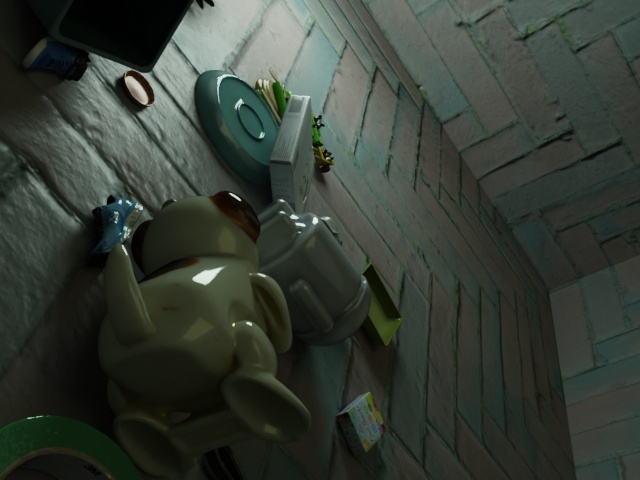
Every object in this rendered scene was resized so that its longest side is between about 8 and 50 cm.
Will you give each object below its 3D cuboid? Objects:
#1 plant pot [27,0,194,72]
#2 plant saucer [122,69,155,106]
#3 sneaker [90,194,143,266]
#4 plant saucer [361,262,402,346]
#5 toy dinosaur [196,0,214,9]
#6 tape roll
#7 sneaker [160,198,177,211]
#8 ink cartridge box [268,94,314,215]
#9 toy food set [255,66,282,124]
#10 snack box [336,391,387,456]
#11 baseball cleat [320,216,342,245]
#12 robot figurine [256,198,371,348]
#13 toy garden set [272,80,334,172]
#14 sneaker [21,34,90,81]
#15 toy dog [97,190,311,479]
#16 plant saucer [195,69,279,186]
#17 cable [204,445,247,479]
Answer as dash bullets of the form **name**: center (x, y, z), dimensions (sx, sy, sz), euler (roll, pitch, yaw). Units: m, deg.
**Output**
- **plant pot**: center (-0.408, -0.506, 1.394), dimensions (0.252, 0.248, 0.247), euler (44, 17, 26)
- **plant saucer**: center (-0.373, -0.310, 1.538), dimensions (0.083, 0.013, 0.083), euler (44, 31, -36)
- **sneaker**: center (-0.359, -0.020, 1.265), dimensions (0.073, 0.063, 0.162), euler (33, 32, -17)
- **plant saucer**: center (0.137, 0.175, 2.006), dimensions (0.188, 0.045, 0.188), euler (61, 26, -6)
- **toy dinosaur**: center (-0.300, -0.716, 1.948), dimensions (0.322, 0.164, 0.218), euler (6, 35, -17)
- **tape roll**: center (-0.332, 0.377, 0.905), dimensions (0.321, 0.077, 0.321), euler (43, 33, -37)
- **sneaker**: center (-0.259, -0.008, 1.437), dimensions (0.152, 0.054, 0.061), euler (68, 16, -5)
- **ink cartridge box**: center (-0.067, -0.187, 1.872), dimensions (0.239, 0.060, 0.275), euler (89, 10, -45)
- **toy food set**: center (-0.134, -0.384, 2.039), dimensions (0.132, 0.038, 0.192), euler (59, 20, -26)
- **snack box**: center (0.096, 0.416, 1.712), dimensions (0.100, 0.037, 0.141), euler (64, 26, 4)
- **baseball cleat**: center (-0.036, -0.031, 1.799), dimensions (0.206, 0.072, 0.109), euler (39, 52, -22)
- **robot figurine**: center (-0.026, 0.083, 1.607), dimensions (0.353, 0.200, 0.300), euler (53, 13, -20)
- **toy garden set**: center (-0.035, -0.313, 2.092), dimensions (0.244, 0.049, 0.204), euler (29, 42, -63)
- **sneaker**: center (-0.460, -0.317, 1.331), dimensions (0.084, 0.058, 0.152), euler (46, 23, -16)
- **toy dog**: center (-0.211, 0.102, 1.189), dimensions (0.395, 0.284, 0.408), euler (48, 23, -31)
- **plant saucer**: center (-0.182, -0.284, 1.840), dimensions (0.317, 0.044, 0.317), euler (44, 31, -35)
- **cable**: center (-0.100, 0.459, 1.268), dimensions (0.139, 0.072, 0.287), euler (6, 61, -67)
